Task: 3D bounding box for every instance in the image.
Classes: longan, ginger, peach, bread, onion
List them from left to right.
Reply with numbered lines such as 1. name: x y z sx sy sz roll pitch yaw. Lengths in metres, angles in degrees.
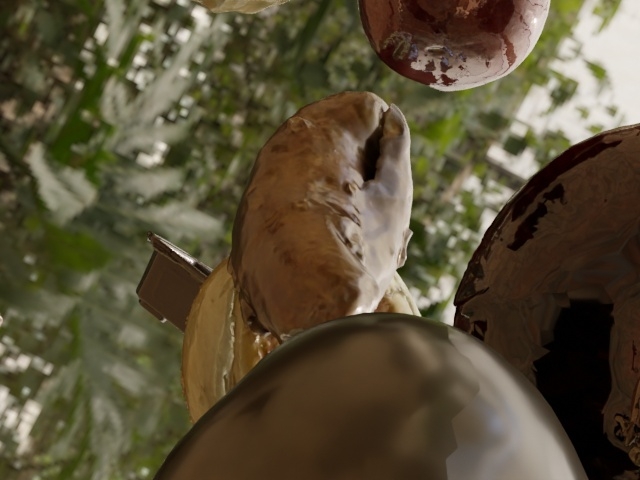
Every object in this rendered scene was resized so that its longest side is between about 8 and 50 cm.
1. bread: -0.018 0.141 1.530 0.159 0.305 0.305 -22 -145 55
2. ginger: 0.000 0.000 1.352 0.172 0.165 0.321 -41 -152 37
3. longan: 0.025 0.131 0.634 0.220 0.197 0.196 -47 165 -52
4. peach: 0.104 -0.183 1.142 0.152 0.152 0.152 -63 178 -4
5. onion: 0.225 0.070 0.898 0.314 0.314 0.232 -64 163 4

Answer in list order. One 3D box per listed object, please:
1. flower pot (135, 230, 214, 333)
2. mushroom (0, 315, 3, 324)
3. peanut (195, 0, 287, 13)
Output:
1. flower pot: -0.122 0.097 1.769 0.084 0.251 0.179 -55 151 0
2. mushroom: -0.263 0.035 1.033 0.073 0.088 0.129 -45 155 13
3. peanut: 0.003 -0.294 1.133 0.298 0.120 0.136 -47 162 7
